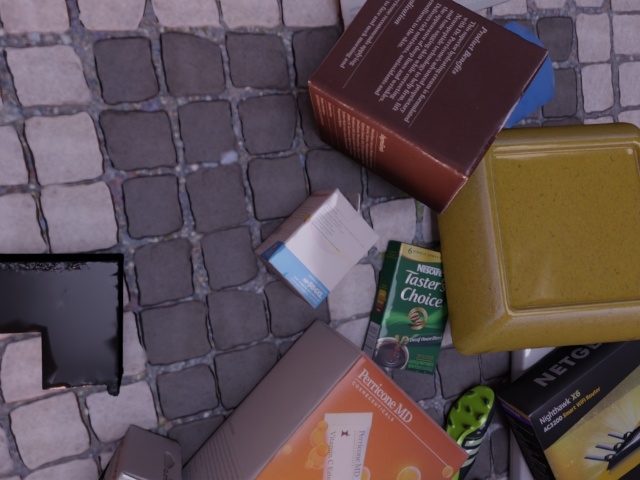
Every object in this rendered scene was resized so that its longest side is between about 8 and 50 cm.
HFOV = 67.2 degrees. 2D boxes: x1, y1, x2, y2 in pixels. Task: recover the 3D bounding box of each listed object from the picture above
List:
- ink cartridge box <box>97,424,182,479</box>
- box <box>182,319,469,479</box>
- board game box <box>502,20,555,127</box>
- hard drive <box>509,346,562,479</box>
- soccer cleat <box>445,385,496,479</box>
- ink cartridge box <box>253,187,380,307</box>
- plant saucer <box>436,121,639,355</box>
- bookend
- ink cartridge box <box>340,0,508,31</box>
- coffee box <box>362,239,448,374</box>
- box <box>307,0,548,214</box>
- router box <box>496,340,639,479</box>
[{"bbox_3d":[-0.239,0.328,0.563,0.072,0.127,0.175,31,83,-16],"label":"ink cartridge box"},{"bbox_3d":[-0.023,0.312,0.614,0.215,0.168,0.345,46,80,-17],"label":"box"},{"bbox_3d":[0.279,-0.247,0.736,0.168,0.033,0.133,-34,96,-17],"label":"board game box"},{"bbox_3d":[0.420,0.317,0.835,0.202,0.040,0.308,-3,95,-19],"label":"hard drive"},{"bbox_3d":[0.229,0.316,0.767,0.072,0.060,0.179,40,77,-41],"label":"soccer cleat"},{"bbox_3d":[0.000,0.000,0.635,0.143,0.092,0.090,-45,107,-10],"label":"ink cartridge box"},{"bbox_3d":[0.341,-0.017,0.681,0.332,0.081,0.333,-4,81,-4],"label":"plant saucer"},{"bbox_3d":[-0.309,0.095,0.547,0.156,0.072,0.157,0,95,-18],"label":"bookend"},{"bbox_3d":[0.112,-0.498,0.656,0.308,0.091,0.385,-23,119,-16],"label":"ink cartridge box"},{"bbox_3d":[0.136,0.100,0.718,0.113,0.040,0.184,15,89,-20],"label":"coffee box"},{"bbox_3d":[0.117,-0.168,0.583,0.203,0.167,0.169,34,84,9],"label":"box"},{"bbox_3d":[0.466,0.274,0.777,0.308,0.081,0.243,-31,103,-11],"label":"router box"}]
